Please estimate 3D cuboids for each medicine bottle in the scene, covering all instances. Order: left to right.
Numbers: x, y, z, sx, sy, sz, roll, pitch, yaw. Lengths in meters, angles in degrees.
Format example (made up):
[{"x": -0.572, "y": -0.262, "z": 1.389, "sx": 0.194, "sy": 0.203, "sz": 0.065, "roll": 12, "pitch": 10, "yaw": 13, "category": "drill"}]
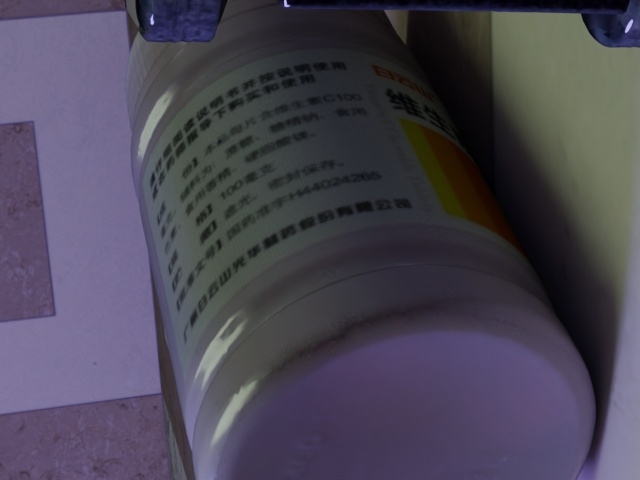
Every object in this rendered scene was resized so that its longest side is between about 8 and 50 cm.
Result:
[{"x": 0.000, "y": 0.000, "z": 0.546, "sx": 0.250, "sy": 0.133, "sz": 0.133, "roll": -112, "pitch": 18, "yaw": -53, "category": "medicine bottle"}]

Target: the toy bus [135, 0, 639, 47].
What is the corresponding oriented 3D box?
[{"x": 0.011, "y": -0.151, "z": 0.393, "sx": 0.289, "sy": 0.139, "sz": 0.157, "roll": -112, "pitch": 23, "yaw": -66, "category": "toy bus"}]
